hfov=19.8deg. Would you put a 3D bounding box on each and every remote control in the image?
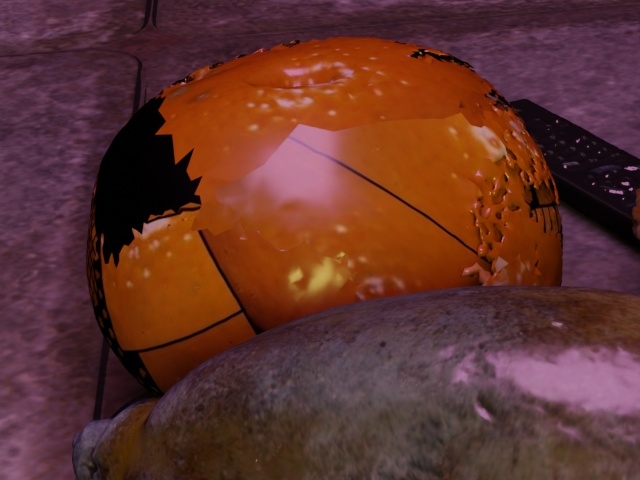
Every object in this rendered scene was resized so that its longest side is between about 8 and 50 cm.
[{"bbox_3d":[0.166,-0.038,1.100,0.063,0.025,0.245,-15,28,-23],"label":"remote control"}]

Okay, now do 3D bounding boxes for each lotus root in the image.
[{"bbox_3d":[0.030,0.098,0.712,0.322,0.158,0.140,-1,9,21],"label":"lotus root"}]

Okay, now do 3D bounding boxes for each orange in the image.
[{"bbox_3d":[0.000,0.000,0.887,0.235,0.182,0.234,1,30,-1],"label":"orange"}]

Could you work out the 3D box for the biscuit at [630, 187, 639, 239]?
[{"bbox_3d":[0.287,-0.009,0.994,0.237,0.026,0.131,8,28,7],"label":"biscuit"}]
